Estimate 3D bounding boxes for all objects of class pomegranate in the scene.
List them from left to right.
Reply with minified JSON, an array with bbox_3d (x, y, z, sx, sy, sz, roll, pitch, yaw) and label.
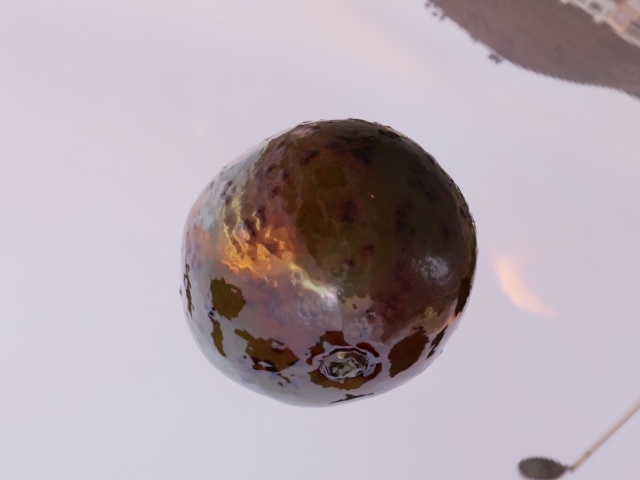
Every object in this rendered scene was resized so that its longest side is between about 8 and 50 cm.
[{"bbox_3d":[0.000,0.004,0.393,0.130,0.130,0.130,27,-152,-16],"label":"pomegranate"}]
